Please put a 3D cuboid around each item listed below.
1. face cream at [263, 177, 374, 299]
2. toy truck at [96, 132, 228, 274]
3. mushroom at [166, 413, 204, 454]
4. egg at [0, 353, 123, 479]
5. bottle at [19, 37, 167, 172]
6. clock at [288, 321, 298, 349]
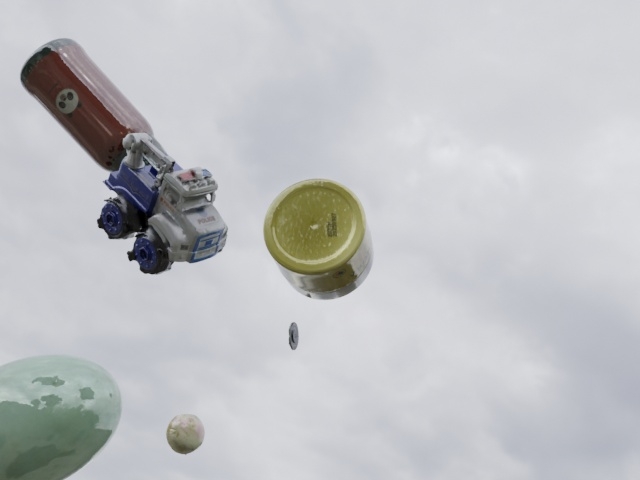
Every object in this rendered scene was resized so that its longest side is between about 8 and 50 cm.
[{"bbox_3d":[0.000,0.000,1.463,0.218,0.218,0.179,14,-19,15],"label":"face cream"},{"bbox_3d":[-0.247,-0.063,1.118,0.213,0.161,0.177,41,-55,22],"label":"toy truck"},{"bbox_3d":[-0.283,0.404,1.420,0.083,0.084,0.067,38,-39,-17],"label":"mushroom"},{"bbox_3d":[-0.611,0.387,1.438,0.276,0.388,0.276,21,-63,47],"label":"egg"},{"bbox_3d":[-0.439,-0.236,1.360,0.336,0.144,0.144,48,-38,2],"label":"bottle"},{"bbox_3d":[-0.069,0.251,1.785,0.010,0.074,0.083,-3,-9,14],"label":"clock"}]
